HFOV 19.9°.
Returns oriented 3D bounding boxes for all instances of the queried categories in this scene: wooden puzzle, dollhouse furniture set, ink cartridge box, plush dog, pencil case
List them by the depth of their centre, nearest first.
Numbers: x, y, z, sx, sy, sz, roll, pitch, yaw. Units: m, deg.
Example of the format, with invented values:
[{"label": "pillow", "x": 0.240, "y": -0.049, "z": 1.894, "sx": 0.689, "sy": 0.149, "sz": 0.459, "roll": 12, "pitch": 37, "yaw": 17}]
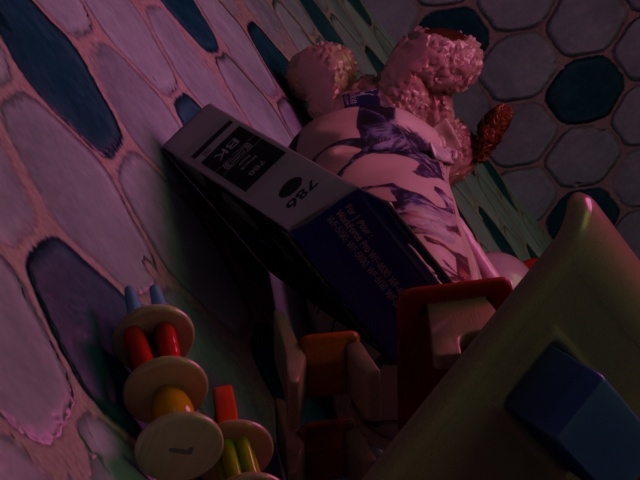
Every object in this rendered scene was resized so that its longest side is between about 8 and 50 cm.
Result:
[{"label": "wooden puzzle", "x": 0.150, "y": 0.191, "z": 1.147, "sx": 0.080, "sy": 0.348, "sz": 0.322, "roll": 26, "pitch": -14, "yaw": 45}, {"label": "dollhouse furniture set", "x": 0.097, "y": 0.141, "z": 1.320, "sx": 0.135, "sy": 0.262, "sz": 0.259, "roll": -108, "pitch": -165, "yaw": -59}, {"label": "ink cartridge box", "x": 0.000, "y": 0.000, "z": 1.431, "sx": 0.165, "sy": 0.065, "sz": 0.333, "roll": 51, "pitch": -10, "yaw": -28}, {"label": "pencil case", "x": 0.071, "y": 0.025, "z": 1.643, "sx": 0.160, "sy": 0.183, "sz": 0.410, "roll": 49, "pitch": 14, "yaw": -31}, {"label": "plush dog", "x": 0.102, "y": -0.125, "z": 2.202, "sx": 0.225, "sy": 0.262, "sz": 0.210, "roll": 27, "pitch": 64, "yaw": -50}]

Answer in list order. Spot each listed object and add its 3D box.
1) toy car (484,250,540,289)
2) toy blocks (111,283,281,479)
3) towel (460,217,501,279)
[{"label": "toy car", "x": 0.252, "y": 0.092, "z": 2.318, "sx": 0.238, "sy": 0.219, "sz": 0.210, "roll": 15, "pitch": 34, "yaw": -28}, {"label": "toy blocks", "x": -0.078, "y": 0.098, "z": 1.128, "sx": 0.123, "sy": 0.054, "sz": 0.148, "roll": 47, "pitch": 14, "yaw": -37}, {"label": "towel", "x": 0.177, "y": 0.081, "z": 2.086, "sx": 0.317, "sy": 0.053, "sz": 0.332, "roll": 57, "pitch": -3, "yaw": 11}]
